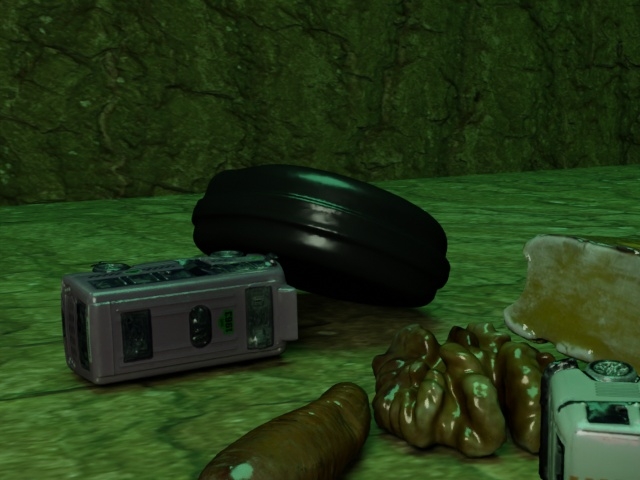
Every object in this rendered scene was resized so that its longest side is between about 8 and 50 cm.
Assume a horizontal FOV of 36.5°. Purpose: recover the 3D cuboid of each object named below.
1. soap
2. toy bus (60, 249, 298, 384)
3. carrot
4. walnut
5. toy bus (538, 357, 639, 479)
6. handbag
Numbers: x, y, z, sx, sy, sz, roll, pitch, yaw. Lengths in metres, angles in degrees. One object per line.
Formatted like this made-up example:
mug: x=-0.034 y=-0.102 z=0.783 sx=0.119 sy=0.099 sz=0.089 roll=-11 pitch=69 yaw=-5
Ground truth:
soap: x=0.283 y=0.053 z=0.747 sx=0.173 sy=0.089 sz=0.274 roll=18 pitch=10 yaw=37
toy bus: x=-0.120 y=0.065 z=0.856 sx=0.199 sy=0.096 sz=0.108 roll=-6 pitch=10 yaw=-27
carrot: x=-0.007 y=0.125 z=0.595 sx=0.059 sy=0.059 sz=0.248 roll=2 pitch=6 yaw=20
walnut: x=0.105 y=0.099 z=0.701 sx=0.143 sy=0.069 sz=0.170 roll=-2 pitch=11 yaw=-14
toy bus: x=0.217 y=0.118 z=0.522 sx=0.194 sy=0.087 sz=0.089 roll=1 pitch=16 yaw=10
handbag: x=0.001 y=-0.001 z=1.027 sx=0.254 sy=0.093 sz=0.308 roll=21 pitch=-10 yaw=-29
